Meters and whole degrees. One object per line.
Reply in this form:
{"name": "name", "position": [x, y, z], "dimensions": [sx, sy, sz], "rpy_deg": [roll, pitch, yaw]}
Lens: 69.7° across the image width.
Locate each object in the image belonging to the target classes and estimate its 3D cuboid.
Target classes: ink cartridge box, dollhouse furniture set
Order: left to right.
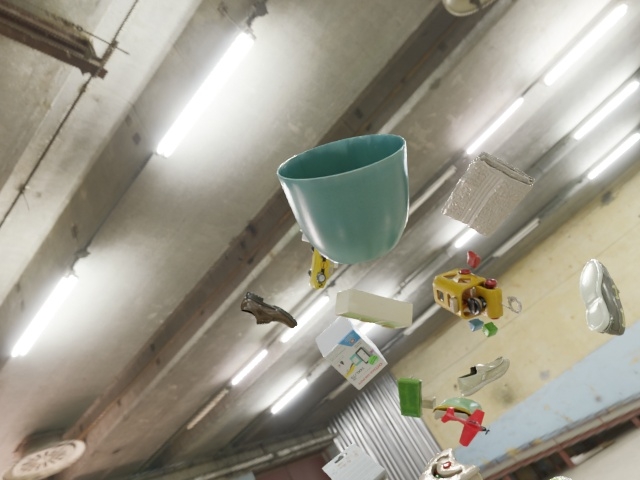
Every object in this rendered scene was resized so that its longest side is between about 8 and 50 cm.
{"name": "ink cartridge box", "position": [0.150, 0.546, 2.264], "dimensions": [0.198, 0.197, 0.270], "rpy_deg": [-44, -71, 1]}
{"name": "ink cartridge box", "position": [0.110, 0.766, 1.510], "dimensions": [0.145, 0.179, 0.045], "rpy_deg": [-29, -72, -24]}
{"name": "dollhouse furniture set", "position": [0.503, 0.649, 1.933], "dimensions": [0.302, 0.151, 0.198], "rpy_deg": [-4, -1, 31]}

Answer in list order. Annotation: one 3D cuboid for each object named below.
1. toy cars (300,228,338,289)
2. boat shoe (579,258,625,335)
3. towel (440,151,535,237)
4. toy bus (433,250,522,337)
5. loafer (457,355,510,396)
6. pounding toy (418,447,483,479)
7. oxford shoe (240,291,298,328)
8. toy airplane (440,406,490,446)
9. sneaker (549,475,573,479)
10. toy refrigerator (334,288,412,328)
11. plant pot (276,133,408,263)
{"name": "toy cars", "position": [0.000, 0.000, 1.745], "dimensions": [0.087, 0.393, 0.176], "rpy_deg": [6, -36, -23]}
{"name": "boat shoe", "position": [0.970, 0.193, 1.579], "dimensions": [0.091, 0.305, 0.109], "rpy_deg": [19, -42, 2]}
{"name": "towel", "position": [0.510, -0.133, 1.430], "dimensions": [0.049, 0.187, 0.282], "rpy_deg": [-52, -13, -36]}
{"name": "toy bus", "position": [0.367, 0.145, 1.145], "dimensions": [0.104, 0.190, 0.202], "rpy_deg": [-16, -30, -16]}
{"name": "loafer", "position": [0.720, 0.587, 2.039], "dimensions": [0.269, 0.092, 0.102], "rpy_deg": [-32, -7, -11]}
{"name": "pounding toy", "position": [0.398, 0.726, 1.351], "dimensions": [0.154, 0.154, 0.269], "rpy_deg": [-28, -6, -30]}
{"name": "oxford shoe", "position": [-0.193, 0.283, 1.707], "dimensions": [0.083, 0.227, 0.096], "rpy_deg": [102, -166, -67]}
{"name": "toy airplane", "position": [0.423, 0.534, 1.353], "dimensions": [0.151, 0.151, 0.028], "rpy_deg": [-21, -68, -21]}
{"name": "sneaker", "position": [0.712, 0.759, 1.312], "dimensions": [0.121, 0.111, 0.300], "rpy_deg": [-16, -18, -14]}
{"name": "toy refrigerator", "position": [0.194, 0.254, 1.666], "dimensions": [0.270, 0.094, 0.102], "rpy_deg": [16, -22, -24]}
{"name": "plant pot", "position": [0.072, -0.087, 1.068], "dimensions": [0.293, 0.293, 0.235], "rpy_deg": [-23, -66, -18]}
